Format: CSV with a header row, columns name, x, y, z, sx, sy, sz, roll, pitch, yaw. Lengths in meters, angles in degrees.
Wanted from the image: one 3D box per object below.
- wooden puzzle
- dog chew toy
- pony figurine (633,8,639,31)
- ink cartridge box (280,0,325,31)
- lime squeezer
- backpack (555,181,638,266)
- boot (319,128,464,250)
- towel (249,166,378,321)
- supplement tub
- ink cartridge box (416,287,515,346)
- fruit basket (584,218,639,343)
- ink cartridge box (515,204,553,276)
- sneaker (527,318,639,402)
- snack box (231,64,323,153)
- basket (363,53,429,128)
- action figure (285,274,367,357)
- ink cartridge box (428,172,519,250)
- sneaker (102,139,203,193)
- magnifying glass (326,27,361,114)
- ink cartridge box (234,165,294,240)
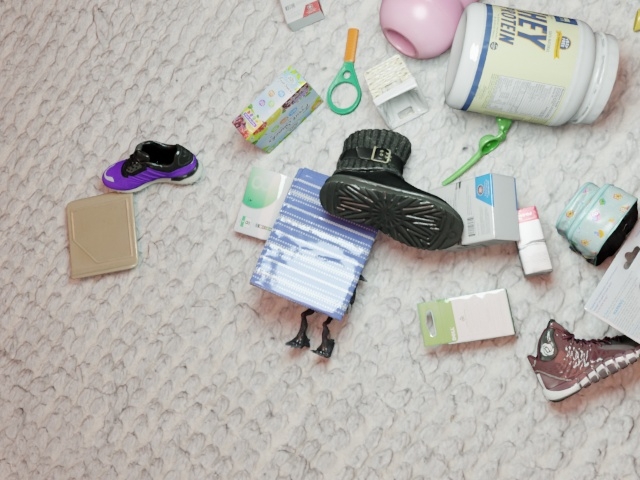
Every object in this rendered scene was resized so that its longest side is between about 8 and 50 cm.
name,x,y,z,sx,sy,sz,roll,pitch,yaw
wooden puzzle,-0.619,-0.018,1.875,0.221,0.044,0.238,-10,76,15
dog chew toy,0.293,-0.606,1.592,0.207,0.206,0.332,36,86,17
pony figurine,0.897,-0.585,1.389,0.363,0.303,0.351,9,118,14
ink cartridge box,-0.056,-0.649,1.769,0.099,0.056,0.135,-18,79,14
lime squeezer,0.395,-0.265,1.587,0.110,0.059,0.310,22,91,18
backpack,0.603,-0.044,1.428,0.144,0.188,0.166,39,96,17
boot,0.188,-0.135,1.546,0.348,0.260,0.131,22,131,7
towel,0.000,0.000,1.583,0.243,0.040,0.336,21,72,7
supplement tub,0.460,-0.385,1.463,0.325,0.235,0.235,10,86,1
ink cartridge box,0.342,0.183,1.545,0.209,0.062,0.109,-12,80,16
fruit basket,0.778,0.116,1.355,0.353,0.165,0.327,32,75,21
ink cartridge box,0.479,0.006,1.500,0.063,0.109,0.150,-14,79,14
sneaker,0.586,0.225,1.447,0.281,0.106,0.162,-33,72,11
snack box,-0.105,-0.331,1.684,0.207,0.174,0.070,-41,77,8
basket,0.184,-0.364,1.607,0.113,0.167,0.103,-26,72,12
action figure,0.013,0.144,1.612,0.164,0.141,0.275,17,92,19
ink cartridge box,0.346,-0.059,1.508,0.203,0.086,0.148,-13,76,56
sneaker,-0.480,-0.215,1.788,0.293,0.146,0.102,-8,64,13
magnifying glass,0.072,-0.443,1.725,0.092,0.026,0.231,7,87,18
ink cartridge box,-0.098,-0.079,1.717,0.225,0.056,0.181,16,89,19
